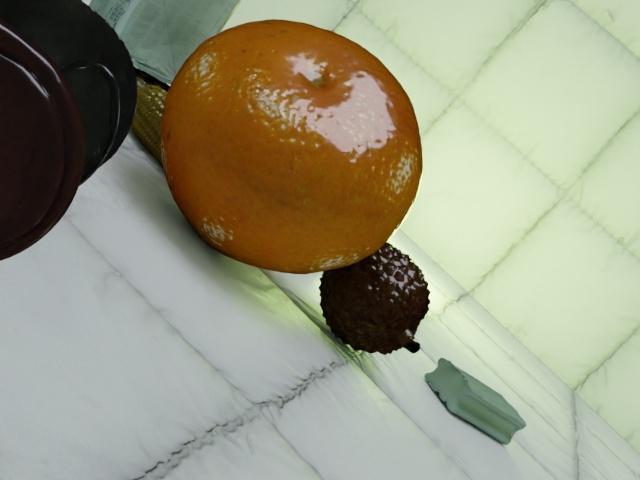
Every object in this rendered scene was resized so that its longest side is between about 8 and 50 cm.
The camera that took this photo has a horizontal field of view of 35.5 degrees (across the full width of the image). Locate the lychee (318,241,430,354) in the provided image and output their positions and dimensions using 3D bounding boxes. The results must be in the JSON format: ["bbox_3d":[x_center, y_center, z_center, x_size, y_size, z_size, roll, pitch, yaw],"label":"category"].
[{"bbox_3d":[0.091,0.101,1.660,0.200,0.200,0.238,30,21,-52],"label":"lychee"}]

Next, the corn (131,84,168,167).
[{"bbox_3d":[-0.265,-0.183,1.762,0.261,0.097,0.097,52,13,26],"label":"corn"}]

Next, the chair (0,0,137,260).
[{"bbox_3d":[-0.307,-0.115,0.916,0.226,0.226,0.401,40,11,-12],"label":"chair"}]

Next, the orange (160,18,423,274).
[{"bbox_3d":[-0.049,-0.137,1.566,0.424,0.326,0.424,13,49,-15],"label":"orange"}]

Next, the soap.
[{"bbox_3d":[0.298,0.308,1.915,0.198,0.063,0.114,35,10,-39],"label":"soap"}]

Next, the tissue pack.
[{"bbox_3d":[-0.335,-0.545,2.198,0.205,0.331,0.405,29,8,-29],"label":"tissue pack"}]

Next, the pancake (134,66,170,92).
[{"bbox_3d":[-0.306,-0.252,2.086,0.266,0.057,0.244,31,23,-33],"label":"pancake"}]
